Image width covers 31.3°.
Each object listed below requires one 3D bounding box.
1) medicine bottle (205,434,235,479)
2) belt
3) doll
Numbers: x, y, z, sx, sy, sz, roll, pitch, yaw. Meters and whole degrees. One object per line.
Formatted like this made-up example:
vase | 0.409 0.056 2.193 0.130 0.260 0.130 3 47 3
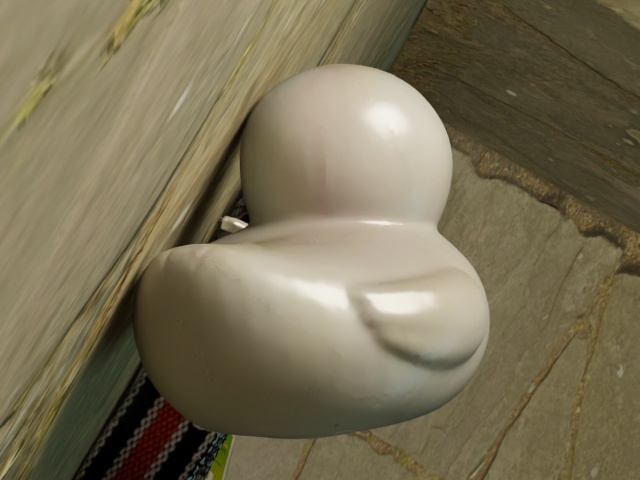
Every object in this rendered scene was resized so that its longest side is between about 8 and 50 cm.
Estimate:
medicine bottle | -0.156 0.234 1.164 0.132 0.088 0.188 -49 -170 16
belt | -0.092 0.103 0.909 0.359 0.094 0.126 -60 -179 8
doll | 0.000 0.000 0.683 0.251 0.221 0.221 -15 143 -49
